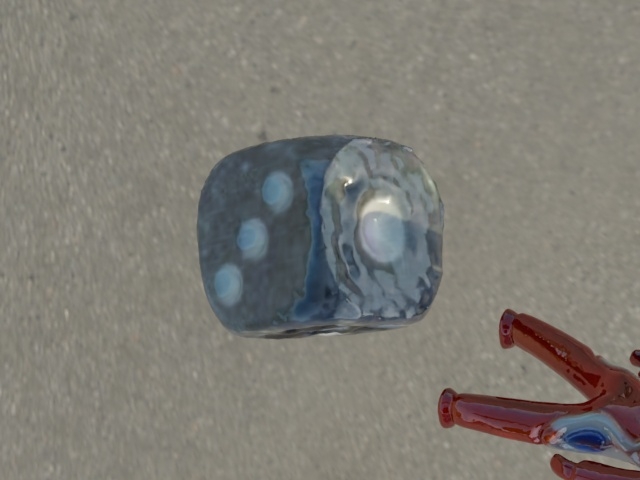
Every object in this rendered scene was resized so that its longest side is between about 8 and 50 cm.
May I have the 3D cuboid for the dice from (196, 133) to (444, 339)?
[{"bbox_3d":[0.000,0.000,1.559,0.181,0.183,0.182,5,78,-45],"label":"dice"}]

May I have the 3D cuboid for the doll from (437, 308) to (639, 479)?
[{"bbox_3d":[0.308,0.175,1.495,0.188,0.384,0.099,-45,140,-36],"label":"doll"}]
